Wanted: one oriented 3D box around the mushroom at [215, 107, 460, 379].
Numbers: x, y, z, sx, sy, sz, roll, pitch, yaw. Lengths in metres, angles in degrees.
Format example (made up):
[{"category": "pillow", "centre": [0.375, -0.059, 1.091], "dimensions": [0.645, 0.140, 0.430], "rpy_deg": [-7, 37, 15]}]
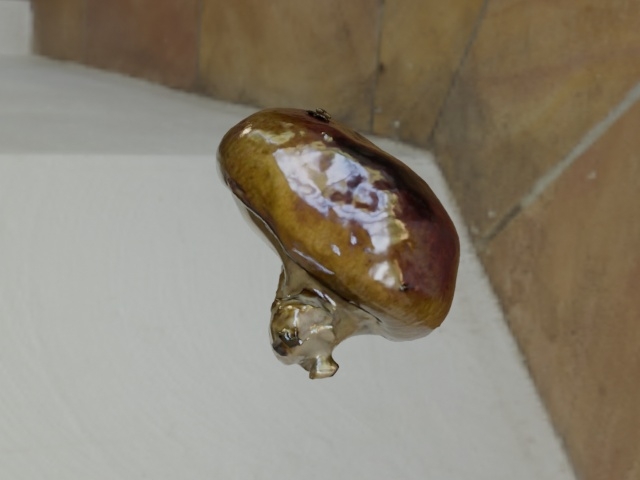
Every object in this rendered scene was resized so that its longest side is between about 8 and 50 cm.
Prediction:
[{"category": "mushroom", "centre": [0.000, 0.000, 1.359], "dimensions": [0.260, 0.345, 0.345], "rpy_deg": [-47, 41, 0]}]
